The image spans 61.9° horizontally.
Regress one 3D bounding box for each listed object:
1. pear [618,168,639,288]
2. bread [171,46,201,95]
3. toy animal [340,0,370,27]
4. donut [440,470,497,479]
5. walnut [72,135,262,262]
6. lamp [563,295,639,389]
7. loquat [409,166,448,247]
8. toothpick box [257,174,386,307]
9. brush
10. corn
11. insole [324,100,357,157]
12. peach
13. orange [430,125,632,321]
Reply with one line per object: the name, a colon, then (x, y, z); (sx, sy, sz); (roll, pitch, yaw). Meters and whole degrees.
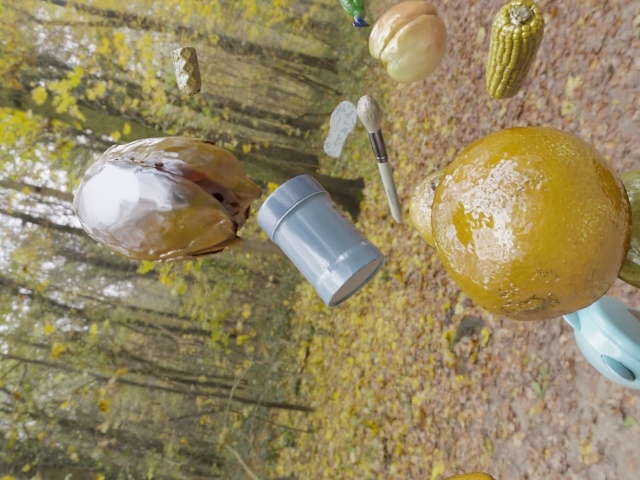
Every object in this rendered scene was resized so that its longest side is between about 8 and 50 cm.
pear: (0.539, -0.013, 0.851); (0.188, 0.228, 0.211); (-59, -32, 6)
bread: (-0.317, -0.402, 1.274); (0.066, 0.060, 0.110); (23, 127, 57)
toy animal: (0.055, -0.477, 0.995); (0.041, 0.075, 0.217); (-35, 68, 45)
donut: (0.117, 0.302, 0.512); (0.162, 0.065, 0.178); (-35, -7, 25)
walnut: (-0.164, -0.045, 0.559); (0.137, 0.245, 0.137); (11, -103, -55)
lamp: (0.636, 0.204, 1.078); (0.209, 0.284, 0.147); (-115, 25, -45)
loquat: (0.357, -0.084, 1.446); (0.235, 0.235, 0.235); (-165, 90, -84)
toothpick box: (0.000, 0.000, 0.709); (0.101, 0.153, 0.101); (-37, -17, -13)
brush: (0.121, -0.145, 1.017); (0.042, 0.039, 0.299); (35, 157, 44)
corn: (0.323, -0.309, 0.901); (0.231, 0.080, 0.080); (54, -132, -69)
insole: (0.049, -0.278, 1.345); (0.006, 0.065, 0.193); (-54, -8, -34)
peach: (0.208, -0.465, 1.244); (0.184, 0.184, 0.184); (-165, 90, -84)
orange: (0.291, -0.024, 0.756); (0.274, 0.274, 0.274); (-165, 90, -84)
